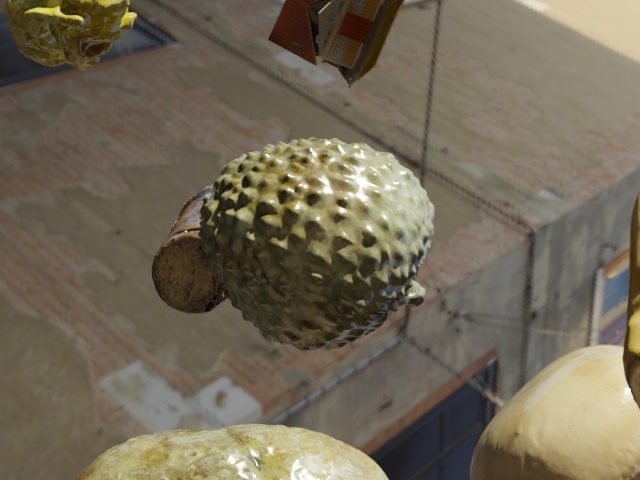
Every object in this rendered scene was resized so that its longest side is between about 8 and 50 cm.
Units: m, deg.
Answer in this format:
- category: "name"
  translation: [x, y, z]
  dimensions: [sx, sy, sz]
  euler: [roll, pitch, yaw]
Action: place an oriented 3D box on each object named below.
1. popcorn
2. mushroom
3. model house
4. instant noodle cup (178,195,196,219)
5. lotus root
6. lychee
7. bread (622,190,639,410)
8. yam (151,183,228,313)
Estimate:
- category: "popcorn"
  translation: [-0.225, -0.204, 0.924]
  dimensions: [0.120, 0.106, 0.116]
  euler: [-2, -57, 12]
- category: "mushroom"
  translation: [0.403, 0.333, 1.547]
  dimensions: [0.294, 0.362, 0.362]
  euler: [46, -46, 11]
- category: "model house"
  translation: [0.019, -0.377, 1.632]
  dimensions: [0.219, 0.135, 0.207]
  euler: [-65, -152, 18]
- category: "instant noodle cup"
  translation: [-0.124, 0.004, 1.862]
  dimensions: [0.193, 0.212, 0.193]
  euler: [15, -72, 56]
- category: "lotus root"
  translation: [-0.080, 0.243, 0.878]
  dimensions: [0.175, 0.349, 0.175]
  euler: [-176, -90, -72]
- category: "lychee"
  translation: [0.000, 0.000, 1.173]
  dimensions: [0.274, 0.255, 0.255]
  euler: [32, -48, 0]
- category: "bread"
  translation: [0.231, 0.046, 0.611]
  dimensions: [0.085, 0.173, 0.134]
  euler: [-6, -43, 25]
- category: "yam"
  translation: [-0.151, 0.004, 1.467]
  dimensions: [0.131, 0.280, 0.131]
  euler: [1, -72, 4]
